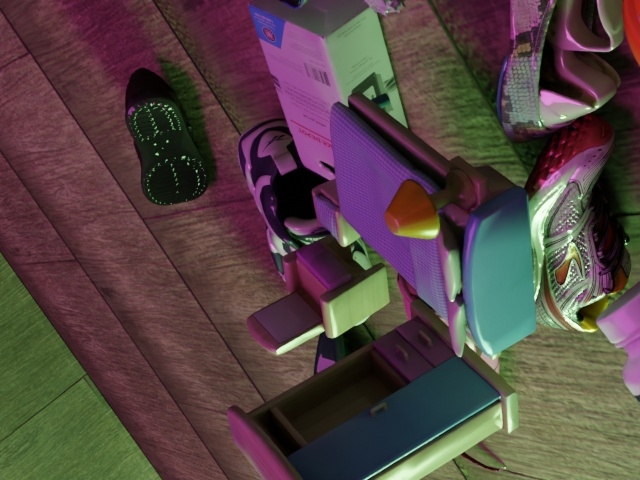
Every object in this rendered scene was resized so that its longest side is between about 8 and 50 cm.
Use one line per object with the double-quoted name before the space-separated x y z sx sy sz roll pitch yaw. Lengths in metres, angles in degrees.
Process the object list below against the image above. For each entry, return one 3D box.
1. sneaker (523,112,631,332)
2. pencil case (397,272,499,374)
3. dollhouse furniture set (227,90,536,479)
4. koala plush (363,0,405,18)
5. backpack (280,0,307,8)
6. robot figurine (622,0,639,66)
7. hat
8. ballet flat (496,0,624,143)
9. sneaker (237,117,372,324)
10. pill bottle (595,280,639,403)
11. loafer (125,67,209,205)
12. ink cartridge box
"sneaker" 0.193 -0.011 1.052 0.092 0.088 0.225 21 148 14
"pencil case" 0.119 0.094 1.343 0.209 0.095 0.098 83 162 -49
"dollhouse furniture set" 0.003 0.027 1.109 0.286 0.198 0.303 44 154 41
"koala plush" -0.004 -0.257 0.923 0.196 0.203 0.221 46 170 17
"backpack" -0.027 -0.245 1.098 0.114 0.084 0.105 43 158 35
"robot figurine" 0.221 -0.146 0.698 0.158 0.128 0.219 29 152 15
"hat" 0.093 0.195 1.639 0.173 0.183 0.209 109 162 -58
"ballet flat" 0.159 -0.132 0.923 0.079 0.077 0.221 30 148 27
"sneaker" 0.000 0.000 1.379 0.153 0.094 0.235 -124 14 -70
"pill bottle" 0.278 0.103 1.017 0.169 0.094 0.094 51 159 3
"loafer" -0.178 -0.120 1.640 0.220 0.080 0.078 86 173 -57
"ink cartridge box" 0.013 -0.132 1.229 0.104 0.060 0.180 31 150 42
